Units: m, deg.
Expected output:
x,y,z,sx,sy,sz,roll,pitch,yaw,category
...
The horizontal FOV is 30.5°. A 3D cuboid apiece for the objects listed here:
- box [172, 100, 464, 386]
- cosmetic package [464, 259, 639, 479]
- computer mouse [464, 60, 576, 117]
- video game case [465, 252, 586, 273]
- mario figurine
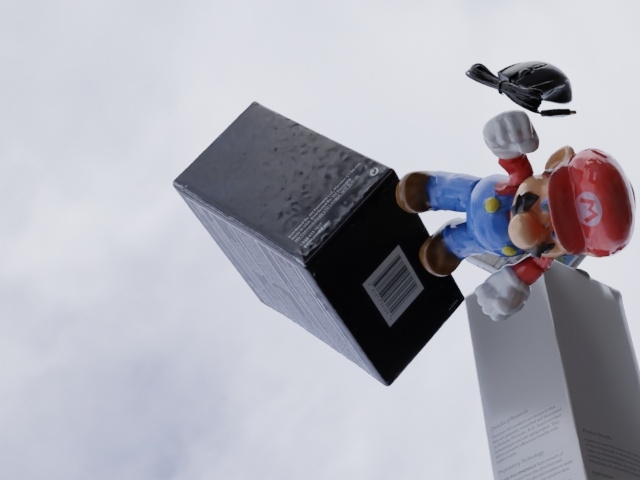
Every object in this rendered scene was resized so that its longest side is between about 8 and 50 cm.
x,y,z,sx,sy,sz,roll,pitch,yaw,category
0.000,0.000,1.610,0.183,0.294,0.296,-47,-43,-14,box
0.332,0.223,1.577,0.197,0.155,0.365,24,-135,-34,cosmetic package
0.396,-0.272,2.068,0.262,0.184,0.060,0,-60,-45,computer mouse
0.384,-0.003,2.063,0.201,0.183,0.023,-46,-40,-19,video game case
0.197,-0.024,1.278,0.198,0.320,0.170,33,-110,-27,mario figurine
